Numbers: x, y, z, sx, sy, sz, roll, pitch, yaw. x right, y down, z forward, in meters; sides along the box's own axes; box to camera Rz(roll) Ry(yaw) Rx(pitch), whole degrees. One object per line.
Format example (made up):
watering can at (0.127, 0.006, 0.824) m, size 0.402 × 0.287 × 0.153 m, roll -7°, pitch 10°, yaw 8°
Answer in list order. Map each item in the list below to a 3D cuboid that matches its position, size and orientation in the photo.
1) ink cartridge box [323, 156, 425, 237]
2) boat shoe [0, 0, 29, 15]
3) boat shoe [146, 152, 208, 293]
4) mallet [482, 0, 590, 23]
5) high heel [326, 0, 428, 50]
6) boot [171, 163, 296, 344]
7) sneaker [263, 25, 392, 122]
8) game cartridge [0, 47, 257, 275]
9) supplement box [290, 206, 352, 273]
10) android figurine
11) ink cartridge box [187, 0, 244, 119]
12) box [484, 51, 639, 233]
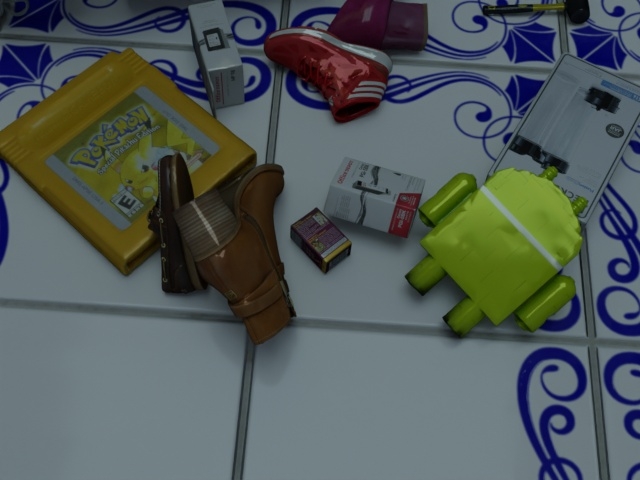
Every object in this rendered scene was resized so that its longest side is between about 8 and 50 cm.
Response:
ink cartridge box at (0.083, -0.068, 1.303) m, size 0.135 × 0.056 × 0.099 m, roll 17°, pitch 35°, yaw 6°
boat shoe at (-0.582, -0.443, 1.468) m, size 0.156 × 0.136 × 0.367 m, roll 27°, pitch 58°, yaw 1°
boat shoe at (-0.217, -0.021, 1.232) m, size 0.073 × 0.073 × 0.207 m, roll -5°, pitch 101°, yaw 12°
mallet at (0.389, -0.411, 1.526) m, size 0.190 × 0.039 × 0.062 m, roll -9°, pitch 60°, yaw -2°
high heel at (0.083, -0.503, 1.503) m, size 0.181 × 0.127 × 0.377 m, roll 1°, pitch 65°, yaw -13°
boot at (-0.084, 0.012, 1.237) m, size 0.109 × 0.283 × 0.220 m, roll -28°, pitch 96°, yaw 21°
sneaker at (0.003, -0.273, 1.412) m, size 0.221 × 0.087 × 0.128 m, roll 11°, pitch 61°, yaw 5°
game cartridge at (-0.312, -0.142, 1.352) m, size 0.324 × 0.052 × 0.285 m, roll 40°, pitch 68°, yaw 16°
supplement box at (0.000, 0.000, 1.292) m, size 0.055 × 0.043 × 0.083 m, roll -37°, pitch 70°, yaw -19°
android figurine at (0.262, 0.007, 1.238) m, size 0.273 × 0.056 × 0.248 m, roll -44°, pitch 78°, yaw 2°
ink cartridge box at (-0.167, -0.292, 1.405) m, size 0.060 × 0.104 × 0.180 m, roll -14°, pitch 64°, yaw -10°
box at (0.394, -0.147, 1.357) m, size 0.169 × 0.087 × 0.290 m, roll 30°, pitch 66°, yaw 13°
